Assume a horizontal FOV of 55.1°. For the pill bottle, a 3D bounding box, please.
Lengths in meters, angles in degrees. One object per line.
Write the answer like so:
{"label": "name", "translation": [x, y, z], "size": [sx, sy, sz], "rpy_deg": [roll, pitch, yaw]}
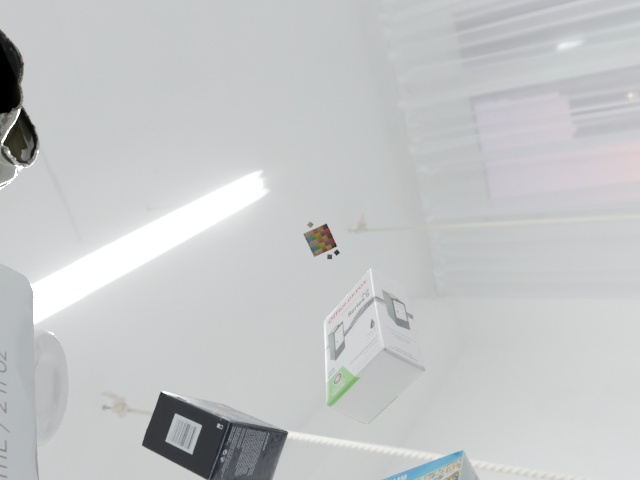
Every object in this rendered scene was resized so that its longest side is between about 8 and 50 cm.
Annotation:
{"label": "pill bottle", "translation": [-0.717, 0.292, 1.173], "size": [0.224, 0.393, 0.223], "rpy_deg": [176, 90, -89]}

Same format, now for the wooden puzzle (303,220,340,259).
{"label": "wooden puzzle", "translation": [0.000, 0.000, 1.159], "size": [0.006, 0.049, 0.083], "rpy_deg": [-71, -43, -86]}

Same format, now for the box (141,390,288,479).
{"label": "box", "translation": [-0.165, 0.315, 0.975], "size": [0.158, 0.156, 0.093], "rpy_deg": [33, -109, -52]}

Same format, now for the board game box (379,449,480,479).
{"label": "board game box", "translation": [0.082, 0.401, 0.731], "size": [0.097, 0.224, 0.303], "rpy_deg": [60, -160, 0]}

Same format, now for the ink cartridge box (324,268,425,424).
{"label": "ink cartridge box", "translation": [0.108, 0.225, 1.346], "size": [0.115, 0.198, 0.272], "rpy_deg": [29, -153, -19]}

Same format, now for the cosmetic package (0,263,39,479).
{"label": "cosmetic package", "translation": [-0.464, 0.149, 0.416], "size": [0.394, 0.327, 0.329], "rpy_deg": [43, -165, -47]}

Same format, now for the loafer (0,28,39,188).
{"label": "loafer", "translation": [-0.231, -0.089, 0.409], "size": [0.088, 0.251, 0.094], "rpy_deg": [-26, -83, -8]}
